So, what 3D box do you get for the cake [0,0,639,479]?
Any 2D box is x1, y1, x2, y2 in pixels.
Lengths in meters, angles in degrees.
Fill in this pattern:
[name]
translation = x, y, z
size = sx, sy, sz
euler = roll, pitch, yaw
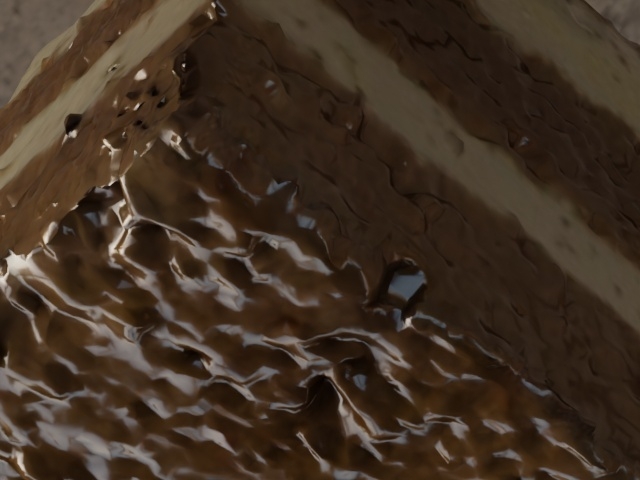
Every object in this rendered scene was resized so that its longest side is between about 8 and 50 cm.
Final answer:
[cake]
translation = 0.000, 0.000, 0.789
size = 0.282, 0.290, 0.256
euler = 40, 132, -17
